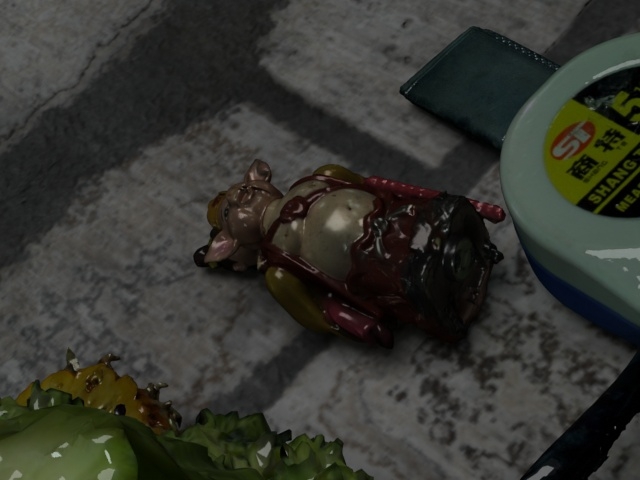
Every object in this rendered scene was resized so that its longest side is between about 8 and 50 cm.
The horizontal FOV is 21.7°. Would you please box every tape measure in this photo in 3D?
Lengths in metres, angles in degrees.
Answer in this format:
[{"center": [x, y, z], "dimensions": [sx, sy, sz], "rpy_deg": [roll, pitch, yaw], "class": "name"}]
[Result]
[{"center": [0.183, 0.010, 1.072], "dimensions": [0.351, 0.098, 0.215], "rpy_deg": [-44, 49, -15], "class": "tape measure"}]

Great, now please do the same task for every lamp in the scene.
[{"center": [0.000, 0.000, 1.168], "dimensions": [0.253, 0.118, 0.118], "rpy_deg": [15, 61, 34], "class": "lamp"}]

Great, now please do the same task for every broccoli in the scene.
[{"center": [-0.025, 0.187, 0.855], "dimensions": [0.353, 0.397, 0.275], "rpy_deg": [8, 72, -12], "class": "broccoli"}]

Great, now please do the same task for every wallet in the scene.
[{"center": [0.131, -0.111, 1.251], "dimensions": [0.088, 0.026, 0.129], "rpy_deg": [-41, 45, -15], "class": "wallet"}]

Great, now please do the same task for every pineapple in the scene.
[{"center": [-0.132, 0.160, 1.126], "dimensions": [0.135, 0.079, 0.233], "rpy_deg": [-26, 46, 2], "class": "pineapple"}]
